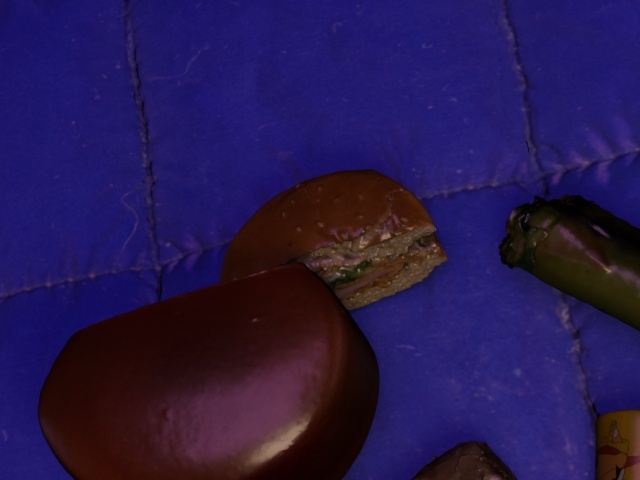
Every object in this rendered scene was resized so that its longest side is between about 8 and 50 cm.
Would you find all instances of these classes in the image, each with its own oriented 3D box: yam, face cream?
[{"bbox_3d":[0.124,0.332,1.521,0.238,0.129,0.128,-39,26,-3],"label":"yam"},{"bbox_3d":[0.342,0.360,1.455,0.105,0.105,0.348,-1,69,16],"label":"face cream"}]

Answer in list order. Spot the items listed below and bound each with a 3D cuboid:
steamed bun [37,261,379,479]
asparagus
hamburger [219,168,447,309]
[{"bbox_3d":[-0.117,0.207,1.574,0.379,0.235,0.248,-18,63,6],"label":"steamed bun"},{"bbox_3d":[0.389,0.060,1.561,0.382,0.128,0.108,30,115,23],"label":"asparagus"},{"bbox_3d":[0.000,0.000,1.680,0.283,0.144,0.156,-21,63,9],"label":"hamburger"}]
